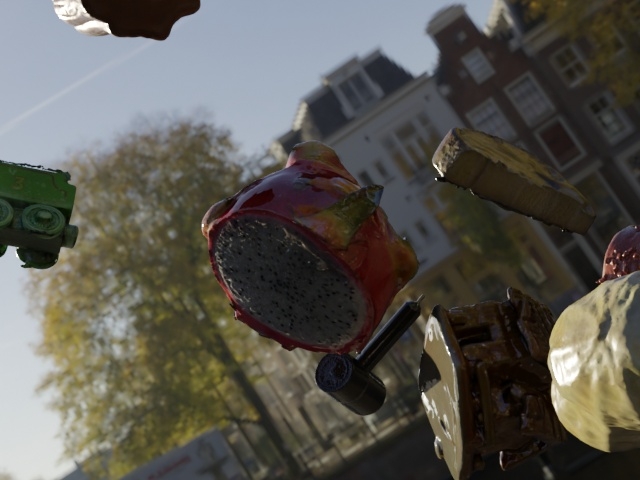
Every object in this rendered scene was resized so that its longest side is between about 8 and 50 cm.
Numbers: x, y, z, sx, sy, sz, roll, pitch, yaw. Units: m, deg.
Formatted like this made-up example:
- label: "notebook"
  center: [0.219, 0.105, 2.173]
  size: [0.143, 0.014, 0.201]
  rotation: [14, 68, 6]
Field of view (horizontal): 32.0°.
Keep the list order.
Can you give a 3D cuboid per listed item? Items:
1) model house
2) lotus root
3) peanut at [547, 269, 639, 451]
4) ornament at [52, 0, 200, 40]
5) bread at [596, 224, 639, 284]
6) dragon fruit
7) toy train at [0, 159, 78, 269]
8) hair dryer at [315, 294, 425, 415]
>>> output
- label: "model house"
  center: [0.267, 0.200, 1.588]
  size: [0.229, 0.199, 0.220]
  rotation: [-14, -36, -17]
- label: "lotus root"
  center: [0.309, -0.106, 1.809]
  size: [0.170, 0.260, 0.074]
  rotation: [-93, 26, -63]
- label: "peanut"
  center: [0.302, 0.127, 1.112]
  size: [0.152, 0.152, 0.313]
  rotation: [-33, -21, -6]
- label: "ornament"
  center: [-0.328, -0.424, 1.763]
  size: [0.235, 0.221, 0.217]
  rotation: [9, 2, -28]
- label: "bread"
  center: [0.627, 0.072, 2.094]
  size: [0.142, 0.212, 0.224]
  rotation: [4, 39, 48]
- label: "dragon fruit"
  center: [0.000, 0.000, 1.631]
  size: [0.226, 0.305, 0.305]
  rotation: [-51, 6, -39]
- label: "toy train"
  center: [-0.596, -0.055, 2.198]
  size: [0.243, 0.188, 0.132]
  rotation: [12, -41, -13]
- label: "hair dryer"
  center: [0.096, 0.172, 1.767]
  size: [0.219, 0.071, 0.124]
  rotation: [-50, -40, 0]
